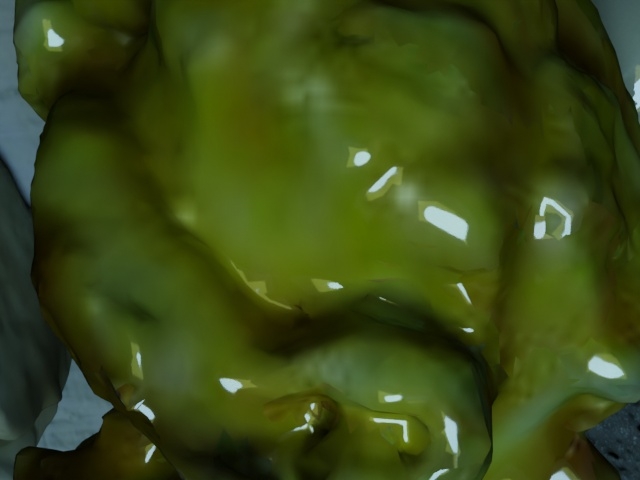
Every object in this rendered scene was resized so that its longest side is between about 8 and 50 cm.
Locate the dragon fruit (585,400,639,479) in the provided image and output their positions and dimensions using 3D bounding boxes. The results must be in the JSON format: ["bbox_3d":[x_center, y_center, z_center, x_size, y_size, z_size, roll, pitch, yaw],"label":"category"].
[{"bbox_3d":[0.135,0.229,0.727,0.305,0.305,0.226,18,129,-10],"label":"dragon fruit"}]

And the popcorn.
[{"bbox_3d":[0.004,-0.011,0.576,0.290,0.325,0.321,-1,84,2],"label":"popcorn"}]

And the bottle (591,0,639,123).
[{"bbox_3d":[0.227,-0.140,0.598,0.253,0.120,0.120,-35,114,20],"label":"bottle"}]

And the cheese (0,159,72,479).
[{"bbox_3d":[-0.285,0.060,0.698,0.292,0.153,0.332,-27,117,15],"label":"cheese"}]
